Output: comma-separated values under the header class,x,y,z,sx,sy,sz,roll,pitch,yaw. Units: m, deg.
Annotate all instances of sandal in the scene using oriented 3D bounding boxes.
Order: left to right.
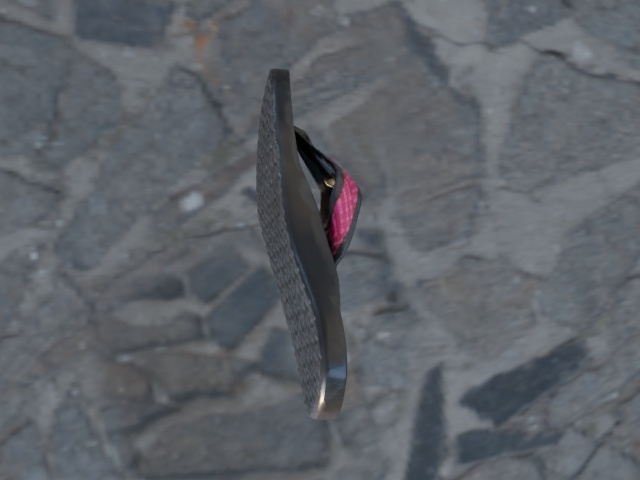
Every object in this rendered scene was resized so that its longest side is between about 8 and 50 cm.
class,x,y,z,sx,sy,sz,roll,pitch,yaw
sandal,0.000,0.000,0.827,0.040,0.067,0.179,-6,56,-11
